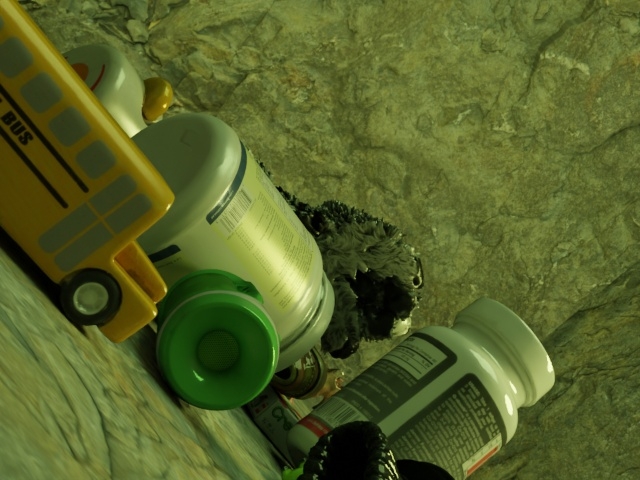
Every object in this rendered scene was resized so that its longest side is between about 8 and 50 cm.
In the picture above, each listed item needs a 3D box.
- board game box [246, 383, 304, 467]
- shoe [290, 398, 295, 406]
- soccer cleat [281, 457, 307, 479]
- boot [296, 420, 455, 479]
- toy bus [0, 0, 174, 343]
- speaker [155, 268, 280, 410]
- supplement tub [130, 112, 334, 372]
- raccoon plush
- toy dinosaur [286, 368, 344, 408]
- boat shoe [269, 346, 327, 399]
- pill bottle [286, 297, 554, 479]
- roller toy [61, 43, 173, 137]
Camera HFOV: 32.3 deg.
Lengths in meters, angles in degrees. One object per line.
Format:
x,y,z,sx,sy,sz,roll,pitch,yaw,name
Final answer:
-0.012,0.344,1.753,0.305,0.053,0.193,52,-4,-17,board game box
-0.067,0.306,2.271,0.063,0.081,0.178,49,-4,26,shoe
-0.011,0.312,1.363,0.179,0.060,0.072,56,10,-74,soccer cleat
0.071,0.298,1.253,0.260,0.131,0.348,52,8,-21,boot
-0.232,-0.075,0.889,0.332,0.130,0.108,53,-4,-27,toy bus
-0.117,0.103,1.219,0.131,0.131,0.296,51,-4,-8,speaker
-0.142,0.014,1.492,0.325,0.235,0.235,54,-5,-38,supplement tub
0.000,0.000,1.824,0.446,0.216,0.299,57,-6,-9,raccoon plush
-0.108,0.189,1.932,0.296,0.127,0.200,19,-54,38,toy dinosaur
-0.106,0.112,1.706,0.307,0.110,0.104,44,6,27,boat shoe
0.149,0.254,1.586,0.210,0.363,0.210,47,-20,23,pill bottle
-0.336,-0.181,1.626,0.191,0.209,0.146,20,-26,42,roller toy
